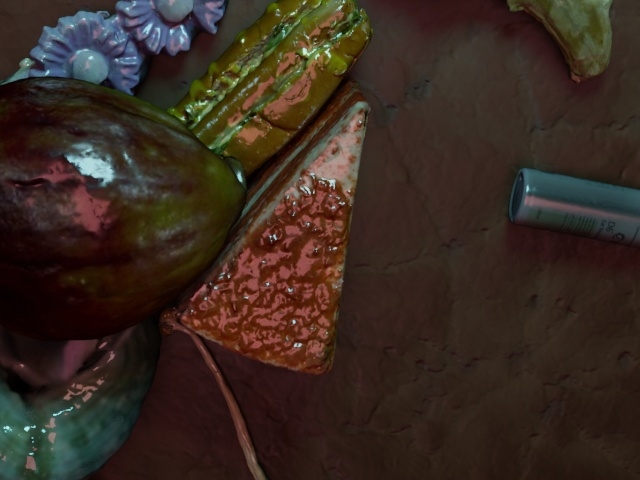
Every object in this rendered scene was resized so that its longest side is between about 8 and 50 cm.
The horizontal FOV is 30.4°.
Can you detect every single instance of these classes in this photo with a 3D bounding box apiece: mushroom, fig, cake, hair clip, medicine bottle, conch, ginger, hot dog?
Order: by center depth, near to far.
[{"bbox_3d":[-0.203,-0.030,0.990,0.263,0.224,0.224,1,105,26],"label":"fig"},{"bbox_3d":[0.147,-0.269,1.069,0.333,0.081,0.148,37,84,-10],"label":"ginger"},{"bbox_3d":[-0.061,-0.129,1.082,0.269,0.072,0.115,-47,72,9],"label":"hot dog"},{"bbox_3d":[-0.184,-0.189,1.085,0.292,0.084,0.106,-33,120,2],"label":"hair clip"},{"bbox_3d":[0.000,0.000,1.088,0.159,0.158,0.262,40,98,-14],"label":"cake"},{"bbox_3d":[-0.281,0.138,1.114,0.277,0.195,0.220,-21,68,26],"label":"conch"},{"bbox_3d":[0.284,-0.025,1.137,0.199,0.057,0.058,11,103,-5],"label":"medicine bottle"},{"bbox_3d":[-0.085,0.188,1.200,0.028,0.026,0.286,-25,105,21],"label":"mushroom"}]
